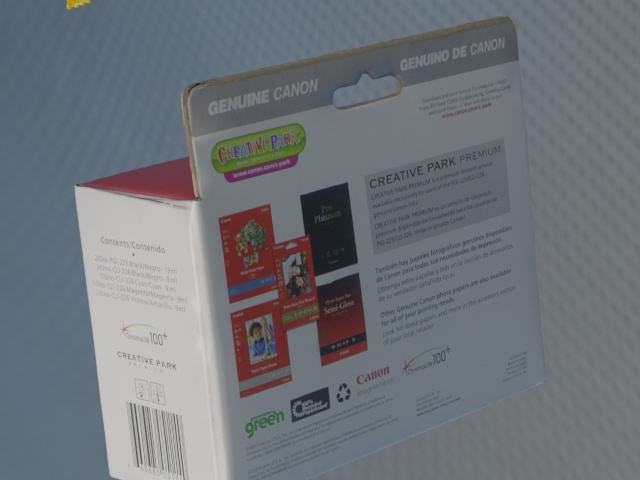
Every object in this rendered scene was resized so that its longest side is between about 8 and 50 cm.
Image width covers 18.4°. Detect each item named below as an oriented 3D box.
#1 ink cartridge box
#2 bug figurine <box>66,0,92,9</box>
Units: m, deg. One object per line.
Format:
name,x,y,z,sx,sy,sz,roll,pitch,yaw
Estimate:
ink cartridge box,0.000,0.000,1.336,0.130,0.309,0.271,8,108,46
bug figurine,-0.124,-0.239,1.217,0.279,0.216,0.072,-9,57,28
